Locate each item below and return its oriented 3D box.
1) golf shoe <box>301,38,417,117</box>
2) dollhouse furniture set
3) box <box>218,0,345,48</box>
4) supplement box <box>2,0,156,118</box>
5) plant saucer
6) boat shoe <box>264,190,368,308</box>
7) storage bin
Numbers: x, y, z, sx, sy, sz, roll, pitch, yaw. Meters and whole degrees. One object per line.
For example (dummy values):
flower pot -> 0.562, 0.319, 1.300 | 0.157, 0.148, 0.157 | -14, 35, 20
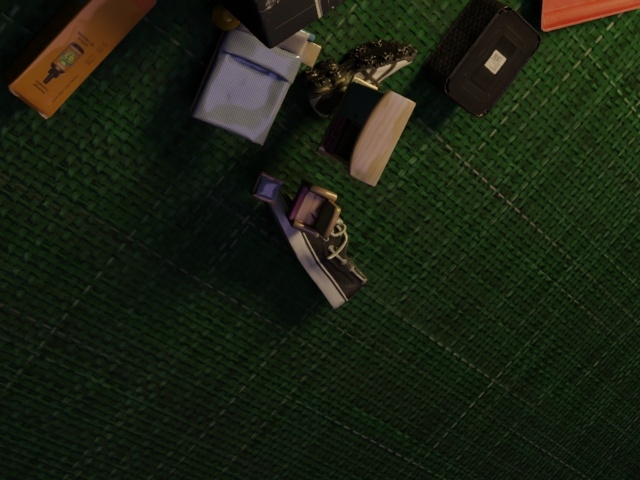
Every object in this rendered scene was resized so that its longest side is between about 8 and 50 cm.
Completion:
golf shoe -> 0.069, -0.270, 1.620 | 0.198, 0.077, 0.094 | -20, 130, -4
dollhouse furniture set -> -0.066, -0.177, 1.456 | 0.303, 0.198, 0.286 | 23, 98, -18
box -> -0.009, -0.491, 1.290 | 0.343, 0.179, 0.312 | -35, 147, -11
supplement box -> -0.344, -0.288, 1.376 | 0.233, 0.080, 0.078 | -47, 129, 2
plant saucer -> 0.490, -0.521, 1.710 | 0.259, 0.048, 0.258 | -18, 125, -20
boat shoe -> 0.002, 0.003, 1.718 | 0.105, 0.113, 0.306 | -34, 129, -1
storage bin -> 0.280, -0.321, 1.693 | 0.122, 0.084, 0.180 | 30, 102, -38
